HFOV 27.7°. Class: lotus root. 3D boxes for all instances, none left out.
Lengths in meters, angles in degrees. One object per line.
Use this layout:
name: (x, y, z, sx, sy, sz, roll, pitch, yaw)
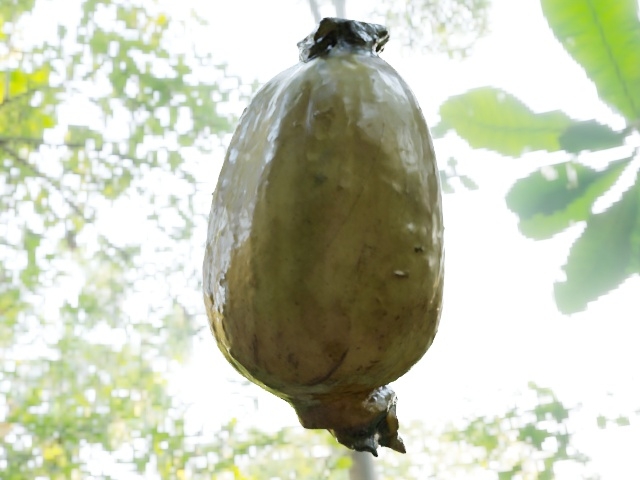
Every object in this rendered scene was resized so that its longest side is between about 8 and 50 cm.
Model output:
lotus root: (0.000, 0.000, 0.767, 0.140, 0.256, 0.154, 1, 0, -15)
